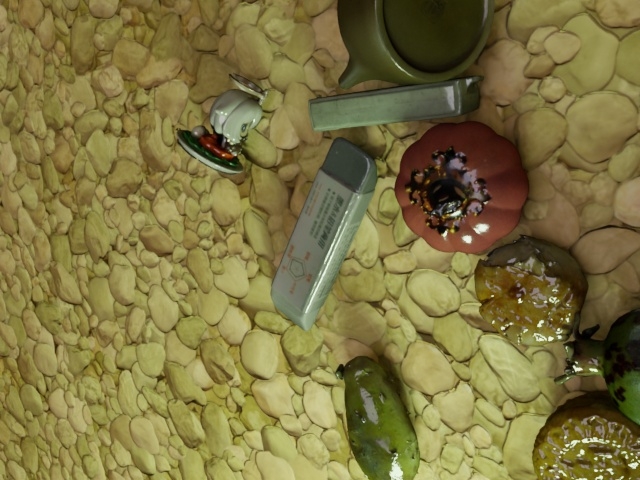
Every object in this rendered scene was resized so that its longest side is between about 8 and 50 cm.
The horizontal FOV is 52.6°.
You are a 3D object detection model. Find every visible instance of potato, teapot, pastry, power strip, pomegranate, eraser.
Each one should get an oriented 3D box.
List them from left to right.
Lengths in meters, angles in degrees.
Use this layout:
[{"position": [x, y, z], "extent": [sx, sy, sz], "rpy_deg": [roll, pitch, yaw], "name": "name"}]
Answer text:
[{"position": [0.000, 0.000, 1.053], "extent": [0.089, 0.061, 0.352], "rpy_deg": [37, 119, 23], "name": "eraser"}, {"position": [0.093, 0.292, 1.039], "extent": [0.117, 0.090, 0.226], "rpy_deg": [-16, 95, 31], "name": "potato"}, {"position": [0.102, -0.194, 0.926], "extent": [0.272, 0.078, 0.052], "rpy_deg": [1, 107, 33], "name": "power strip"}, {"position": [0.110, -0.312, 0.848], "extent": [0.268, 0.185, 0.175], "rpy_deg": [-58, 32, -2], "name": "teapot"}, {"position": [0.280, 0.070, 0.867], "extent": [0.153, 0.081, 0.153], "rpy_deg": [13, 116, 28], "name": "pastry"}, {"position": [0.376, 0.290, 0.837], "extent": [0.188, 0.103, 0.189], "rpy_deg": [9, 106, 32], "name": "pastry"}, {"position": [0.381, 0.140, 0.768], "extent": [0.169, 0.148, 0.149], "rpy_deg": [26, 115, 36], "name": "pomegranate"}]

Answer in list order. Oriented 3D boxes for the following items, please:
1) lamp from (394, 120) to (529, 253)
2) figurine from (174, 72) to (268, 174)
[{"position": [0.182, -0.069, 0.865], "extent": [0.182, 0.140, 0.182], "rpy_deg": [5, 99, 32], "name": "lamp"}, {"position": [-0.155, -0.206, 1.086], "extent": [0.132, 0.132, 0.154], "rpy_deg": [40, 107, 20], "name": "figurine"}]
